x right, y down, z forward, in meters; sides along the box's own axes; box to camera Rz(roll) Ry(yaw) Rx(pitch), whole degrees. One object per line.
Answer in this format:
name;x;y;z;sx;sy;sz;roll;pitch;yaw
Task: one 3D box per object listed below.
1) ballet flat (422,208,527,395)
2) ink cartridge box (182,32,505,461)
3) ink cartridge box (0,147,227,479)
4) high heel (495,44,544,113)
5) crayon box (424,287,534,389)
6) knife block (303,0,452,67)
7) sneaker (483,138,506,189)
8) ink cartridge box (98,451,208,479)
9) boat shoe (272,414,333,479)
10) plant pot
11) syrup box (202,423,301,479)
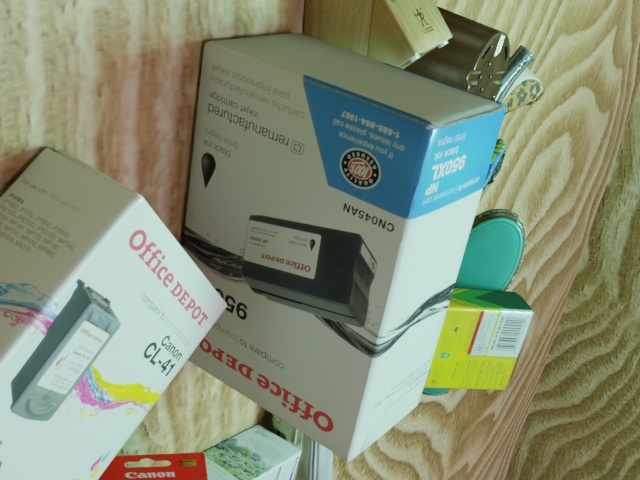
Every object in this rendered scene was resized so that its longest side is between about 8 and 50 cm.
ballet flat;0.311;0.117;1.709;0.182;0.164;0.482;-59;169;-64
ink cartridge box;0.000;0.000;0.877;0.166;0.286;0.394;-24;133;-50
ink cartridge box;-0.251;0.107;0.699;0.306;0.131;0.226;-53;151;-17
high heel;0.340;-0.263;1.507;0.186;0.093;0.261;-48;163;8
crayon box;0.248;0.198;1.576;0.319;0.081;0.202;5;117;-15
knife block;0.032;-0.303;0.922;0.276;0.242;0.088;-26;-175;47
sneaker;0.329;-0.131;1.584;0.188;0.067;0.078;-51;144;-31
ink cartridge box;-0.207;0.333;0.963;0.045;0.146;0.179;-95;-175;-48
boat shoe;-0.031;0.289;1.263;0.109;0.094;0.302;-122;-151;-72
plant pot;0.163;-0.251;1.084;0.167;0.165;0.167;-40;144;-39
syrup box;-0.137;0.367;1.159;0.237;0.093;0.096;-10;120;-58
